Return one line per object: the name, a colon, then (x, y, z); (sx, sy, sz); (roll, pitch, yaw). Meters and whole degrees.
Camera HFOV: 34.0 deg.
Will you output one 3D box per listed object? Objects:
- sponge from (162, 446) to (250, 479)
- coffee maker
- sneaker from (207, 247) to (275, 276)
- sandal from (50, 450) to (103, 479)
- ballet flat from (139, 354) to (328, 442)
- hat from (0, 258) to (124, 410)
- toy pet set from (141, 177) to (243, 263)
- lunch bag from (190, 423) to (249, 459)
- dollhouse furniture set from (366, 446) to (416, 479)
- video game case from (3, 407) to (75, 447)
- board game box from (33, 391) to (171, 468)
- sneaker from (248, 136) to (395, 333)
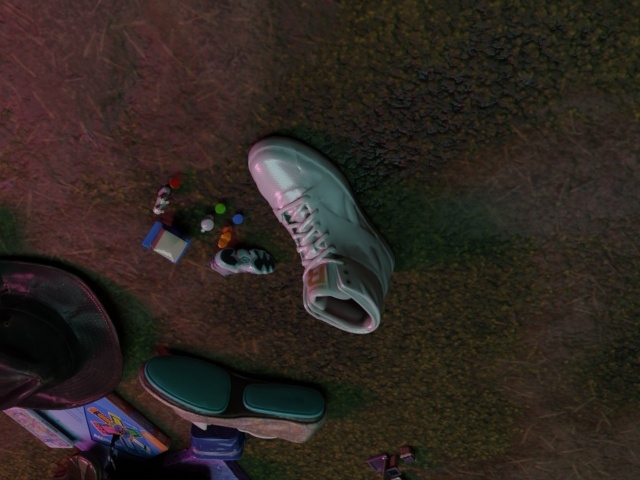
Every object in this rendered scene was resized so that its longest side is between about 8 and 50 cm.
sponge: (-0.186, 0.453, 1.912); (0.117, 0.031, 0.210); (-18, 124, 21)
coffee maker: (-0.288, 0.443, 1.824); (0.178, 0.120, 0.171); (9, 129, 3)
sneaker: (-0.123, 0.036, 1.571); (0.098, 0.038, 0.069); (13, 158, -29)
sandal: (-0.431, 0.425, 1.902); (0.090, 0.060, 0.219); (38, 140, 4)
ballet flat: (-0.148, 0.275, 1.723); (0.316, 0.107, 0.106); (15, 136, -3)
hat: (-0.486, 0.182, 1.653); (0.331, 0.134, 0.331); (6, 120, 11)
toy pet set: (-0.198, -0.022, 1.534); (0.122, 0.065, 0.114); (32, 91, -20)
lunch bag: (-0.172, 0.337, 1.795); (0.098, 0.067, 0.065); (2, 129, 5)
dollhouse furniture set: (0.143, 0.432, 1.815); (0.091, 0.081, 0.114); (-23, 122, 24)
video game case: (-0.499, 0.328, 1.848); (0.087, 0.011, 0.122); (-12, 130, 48)
board game box: (-0.409, 0.301, 1.825); (0.145, 0.027, 0.281); (-29, 119, 29)
sneaker: (0.000, 0.000, 1.439); (0.108, 0.169, 0.292); (-29, 118, 29)
